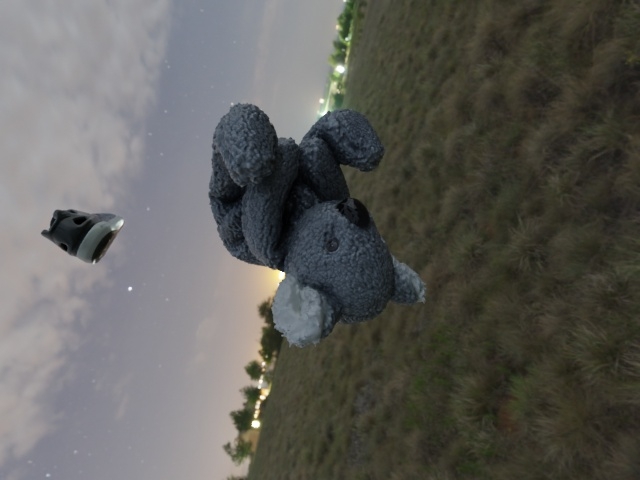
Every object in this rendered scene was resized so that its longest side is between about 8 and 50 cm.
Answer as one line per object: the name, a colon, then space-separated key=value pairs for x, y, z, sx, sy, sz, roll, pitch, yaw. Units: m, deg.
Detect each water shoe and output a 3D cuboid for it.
water shoe: x=-0.330 y=-0.019 z=0.620 sx=0.073 sy=0.080 sz=0.203 roll=-61 pitch=21 yaw=-10

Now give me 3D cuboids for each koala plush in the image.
koala plush: x=0.000 y=0.000 z=0.467 sx=0.221 sy=0.196 sz=0.203 roll=52 pitch=136 yaw=29
